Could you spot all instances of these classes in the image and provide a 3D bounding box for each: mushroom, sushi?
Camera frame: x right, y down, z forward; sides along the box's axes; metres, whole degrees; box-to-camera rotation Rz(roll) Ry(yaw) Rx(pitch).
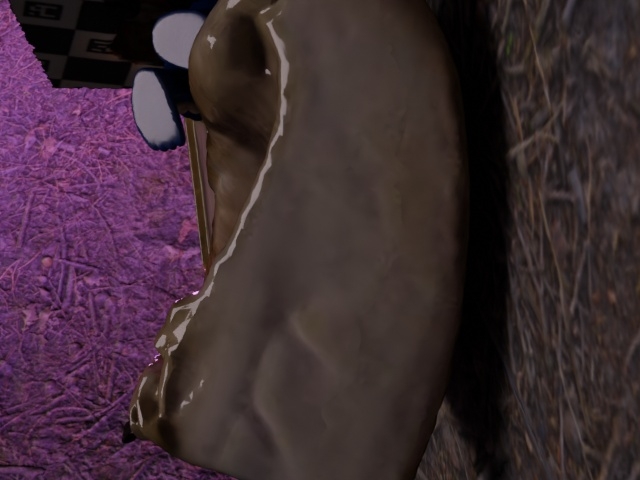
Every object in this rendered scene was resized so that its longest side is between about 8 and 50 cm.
[{"bbox_3d":[0.012,-0.032,0.762,0.313,0.225,0.397,-62,-14,-62],"label":"mushroom"},{"bbox_3d":[-0.114,-0.231,0.940,0.339,0.320,0.068,103,166,-76],"label":"sushi"}]

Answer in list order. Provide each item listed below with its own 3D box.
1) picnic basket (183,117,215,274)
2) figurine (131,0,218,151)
[{"bbox_3d":[-0.049,-0.055,1.187,0.313,0.175,0.227,-143,46,-75],"label":"picnic basket"},{"bbox_3d":[-0.055,-0.153,0.907,0.120,0.164,0.262,58,-157,18],"label":"figurine"}]
